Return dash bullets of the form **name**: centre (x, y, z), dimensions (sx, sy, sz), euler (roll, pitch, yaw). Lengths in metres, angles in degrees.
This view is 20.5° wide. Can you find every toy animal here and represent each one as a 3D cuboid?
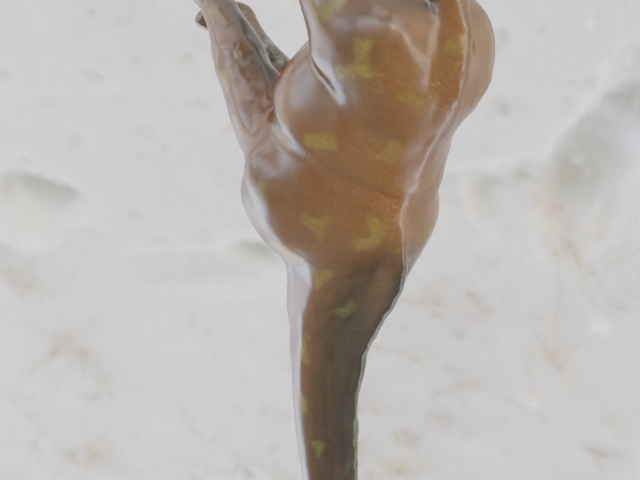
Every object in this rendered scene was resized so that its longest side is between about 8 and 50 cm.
- **toy animal**: centre (0.000, 0.000, 0.599), dimensions (0.224, 0.066, 0.230), euler (-54, 54, 44)
